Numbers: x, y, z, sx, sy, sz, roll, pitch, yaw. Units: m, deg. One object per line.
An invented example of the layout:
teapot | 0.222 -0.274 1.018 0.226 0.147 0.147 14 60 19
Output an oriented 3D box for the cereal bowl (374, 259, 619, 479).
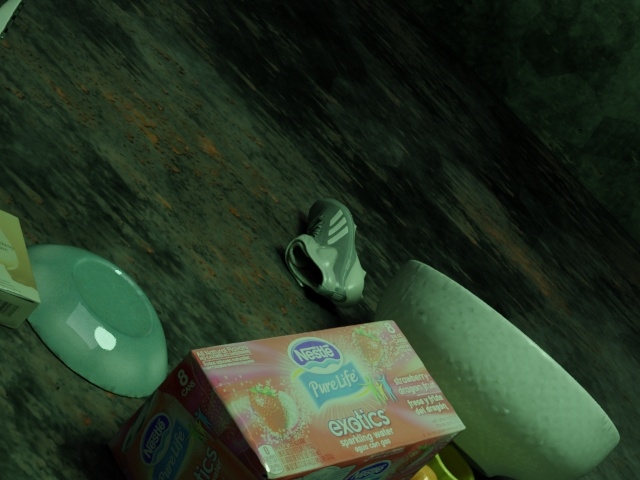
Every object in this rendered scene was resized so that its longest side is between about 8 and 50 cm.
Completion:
cereal bowl | 0.190 0.184 1.806 0.339 0.141 0.339 40 -7 6

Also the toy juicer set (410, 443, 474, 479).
toy juicer set | 0.062 0.249 1.603 0.209 0.089 0.329 47 22 0

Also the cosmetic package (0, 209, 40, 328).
cosmetic package | -0.304 0.021 1.379 0.060 0.041 0.115 25 31 -44

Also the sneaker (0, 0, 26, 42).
sneaker | -0.398 -0.234 1.571 0.124 0.107 0.283 34 24 -15

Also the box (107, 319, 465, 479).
box | -0.026 0.184 1.401 0.300 0.154 0.142 -5 55 -50

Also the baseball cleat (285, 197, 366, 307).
baseball cleat | 0.000 0.000 1.949 0.109 0.072 0.206 25 26 -31

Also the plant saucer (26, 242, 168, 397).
plant saucer | -0.216 0.067 1.472 0.195 0.037 0.195 39 22 -19
